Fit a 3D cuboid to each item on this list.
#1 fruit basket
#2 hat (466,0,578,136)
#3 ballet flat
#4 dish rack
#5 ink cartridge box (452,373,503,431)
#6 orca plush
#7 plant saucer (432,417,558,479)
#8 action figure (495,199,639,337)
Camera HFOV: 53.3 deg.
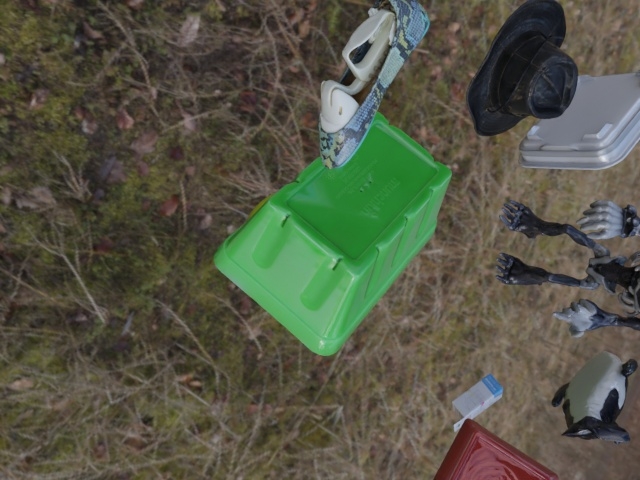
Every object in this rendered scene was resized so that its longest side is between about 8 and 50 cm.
[{"bbox_3d":[0.000,0.000,1.080,0.392,0.283,0.392,-49,173,-8],"label":"fruit basket"},{"bbox_3d":[0.458,-0.332,1.340,0.331,0.134,0.331,-31,143,-27],"label":"hat"},{"bbox_3d":[0.036,-0.164,0.648,0.070,0.070,0.188,9,113,-58],"label":"ballet flat"},{"bbox_3d":[0.643,-0.299,1.512,0.333,0.285,0.072,-46,119,-19],"label":"dish rack"},{"bbox_3d":[0.450,0.482,1.893,0.181,0.061,0.104,-35,150,-6],"label":"ink cartridge box"},{"bbox_3d":[0.455,0.267,0.995,0.151,0.102,0.287,-37,173,14],"label":"orca plush"},{"bbox_3d":[0.404,0.592,1.497,0.258,0.259,0.048,-54,170,-22],"label":"plant saucer"},{"bbox_3d":[0.331,0.038,0.751,0.141,0.275,0.164,7,97,-40],"label":"action figure"}]
